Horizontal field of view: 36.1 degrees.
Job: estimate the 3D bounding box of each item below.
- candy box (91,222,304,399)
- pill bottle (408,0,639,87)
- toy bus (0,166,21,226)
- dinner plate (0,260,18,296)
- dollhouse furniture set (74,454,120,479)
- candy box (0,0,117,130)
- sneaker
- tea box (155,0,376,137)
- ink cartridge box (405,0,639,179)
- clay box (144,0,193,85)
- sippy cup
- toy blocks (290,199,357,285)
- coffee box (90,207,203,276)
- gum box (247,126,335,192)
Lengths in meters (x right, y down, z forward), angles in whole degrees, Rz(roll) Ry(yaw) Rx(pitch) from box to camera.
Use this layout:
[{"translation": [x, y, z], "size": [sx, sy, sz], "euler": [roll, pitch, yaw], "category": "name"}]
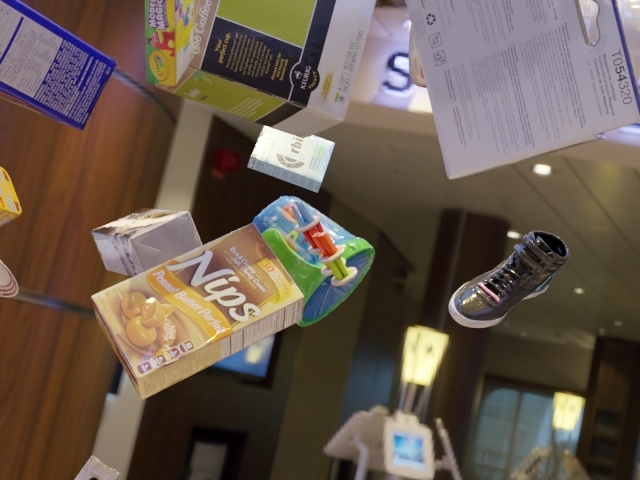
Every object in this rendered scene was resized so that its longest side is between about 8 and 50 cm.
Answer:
[{"translation": [-0.209, 0.117, 1.691], "size": [0.317, 0.183, 0.087], "euler": [-26, -28, -20], "category": "candy box"}, {"translation": [0.338, -0.336, 1.609], "size": [0.363, 0.210, 0.210], "euler": [8, -9, 10], "category": "pill bottle"}, {"translation": [-0.707, -0.023, 1.722], "size": [0.333, 0.108, 0.130], "euler": [-27, -13, 8], "category": "toy bus"}, {"translation": [-0.531, 0.038, 1.537], "size": [0.141, 0.017, 0.141], "euler": [19, -33, 13], "category": "dinner plate"}, {"translation": [-0.399, 0.524, 1.858], "size": [0.184, 0.129, 0.129], "euler": [34, -31, 1], "category": "dollhouse furniture set"}, {"translation": [-0.479, -0.281, 1.299], "size": [0.268, 0.122, 0.317], "euler": [23, -4, 33], "category": "candy box"}, {"translation": [0.368, 0.064, 1.901], "size": [0.296, 0.147, 0.104], "euler": [-22, 57, -38], "category": "sneaker"}, {"translation": [-0.095, -0.403, 1.817], "size": [0.324, 0.328, 0.220], "euler": [18, -9, -19], "category": "tea box"}, {"translation": [0.284, -0.278, 1.381], "size": [0.330, 0.324, 0.071], "euler": [-14, -3, 44], "category": "ink cartridge box"}, {"translation": [-0.230, -0.365, 1.504], "size": [0.053, 0.222, 0.127], "euler": [6, 31, 4], "category": "clay box"}, {"translation": [-0.040, 0.029, 2.134], "size": [0.224, 0.240, 0.305], "euler": [44, -26, 19], "category": "sippy cup"}, {"translation": [0.000, 0.000, 1.772], "size": [0.148, 0.054, 0.123], "euler": [59, -7, -20], "category": "toy blocks"}, {"translation": [-0.442, 0.004, 2.489], "size": [0.168, 0.118, 0.297], "euler": [-28, 17, -28], "category": "coffee box"}, {"translation": [-0.071, -0.212, 2.436], "size": [0.184, 0.157, 0.041], "euler": [20, -43, -3], "category": "gum box"}]
